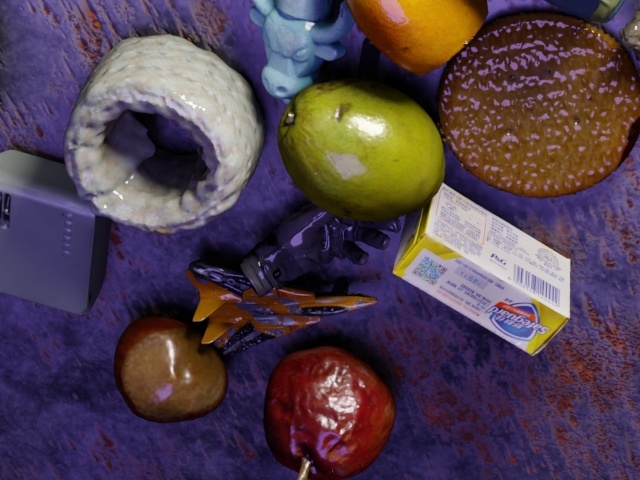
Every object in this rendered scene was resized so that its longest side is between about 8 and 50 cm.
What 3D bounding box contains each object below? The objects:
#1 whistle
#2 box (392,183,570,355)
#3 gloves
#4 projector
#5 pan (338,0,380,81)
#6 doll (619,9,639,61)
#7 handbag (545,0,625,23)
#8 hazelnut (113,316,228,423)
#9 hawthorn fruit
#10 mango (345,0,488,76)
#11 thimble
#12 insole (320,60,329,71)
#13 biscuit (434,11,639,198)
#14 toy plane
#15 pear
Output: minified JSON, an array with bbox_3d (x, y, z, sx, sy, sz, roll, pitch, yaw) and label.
[{"bbox_3d":[-0.026,-0.315,1.758,0.186,0.093,0.273,30,128,27],"label":"whistle"},{"bbox_3d":[0.253,0.041,1.907,0.265,0.168,0.097,30,124,-10],"label":"box"},{"bbox_3d":[-0.006,-0.005,1.961,0.286,0.119,0.142,-20,136,15],"label":"gloves"},{"bbox_3d":[-0.462,-0.013,2.077,0.198,0.108,0.250,15,128,2],"label":"projector"},{"bbox_3d":[0.081,-0.319,1.778,0.136,0.028,0.235,11,126,5],"label":"pan"},{"bbox_3d":[0.497,-0.358,1.614,0.203,0.091,0.285,-16,139,-18],"label":"doll"},{"bbox_3d":[0.308,-0.428,1.533,0.241,0.222,0.263,27,125,0],"label":"handbag"},{"bbox_3d":[-0.271,0.237,2.154,0.210,0.186,0.210,7,126,9],"label":"hazelnut"},{"bbox_3d":[0.005,0.323,2.110,0.230,0.266,0.210,12,145,9],"label":"hawthorn fruit"},{"bbox_3d":[0.104,-0.356,1.641,0.257,0.187,0.138,43,166,-20],"label":"mango"},{"bbox_3d":[-0.242,-0.153,1.871,0.292,0.195,0.291,6,124,9],"label":"thimble"},{"bbox_3d":[-0.055,-0.394,1.772,0.119,0.009,0.348,-4,123,18],"label":"insole"},{"bbox_3d":[0.318,-0.195,1.804,0.305,0.038,0.305,6,124,8],"label":"biscuit"},{"bbox_3d":[-0.056,0.100,2.069,0.316,0.103,0.204,-9,124,12],"label":"toy plane"},{"bbox_3d":[0.061,-0.131,1.805,0.269,0.212,0.212,20,131,-31],"label":"pear"}]
